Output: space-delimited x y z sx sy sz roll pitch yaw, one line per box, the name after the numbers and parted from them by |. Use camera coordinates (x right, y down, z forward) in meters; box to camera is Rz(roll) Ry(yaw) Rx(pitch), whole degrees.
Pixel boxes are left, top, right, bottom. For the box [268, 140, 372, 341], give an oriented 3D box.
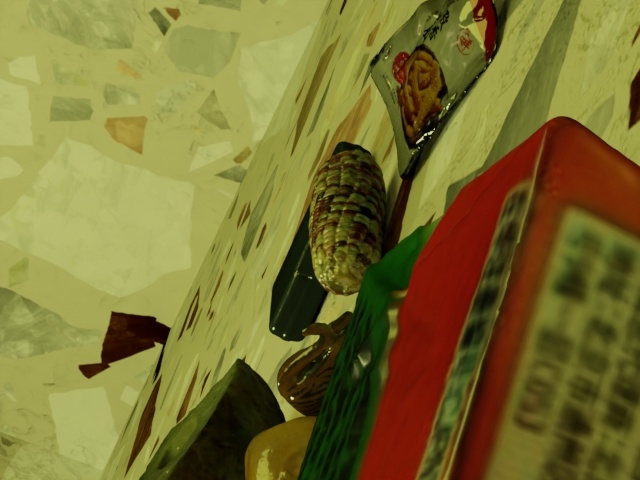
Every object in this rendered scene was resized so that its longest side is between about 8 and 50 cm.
0.000 0.000 2.269 0.160 0.050 0.230 -89 23 -70 | box

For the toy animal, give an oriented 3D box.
0.017 0.122 1.583 0.099 0.057 0.241 -41 -27 3 | toy animal

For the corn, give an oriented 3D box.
0.029 -0.015 2.000 0.253 0.086 0.086 -88 21 -60 | corn

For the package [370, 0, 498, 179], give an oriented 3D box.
0.120 -0.188 1.922 0.239 0.030 0.154 -51 43 48 | package

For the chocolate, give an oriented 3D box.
0.075 0.163 0.941 0.341 0.161 0.360 136 154 -70 | chocolate

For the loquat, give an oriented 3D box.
-0.014 0.214 1.541 0.137 0.113 0.137 51 153 39 | loquat

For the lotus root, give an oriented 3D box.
-0.088 0.253 1.798 0.142 0.210 0.314 -35 23 20 | lotus root
